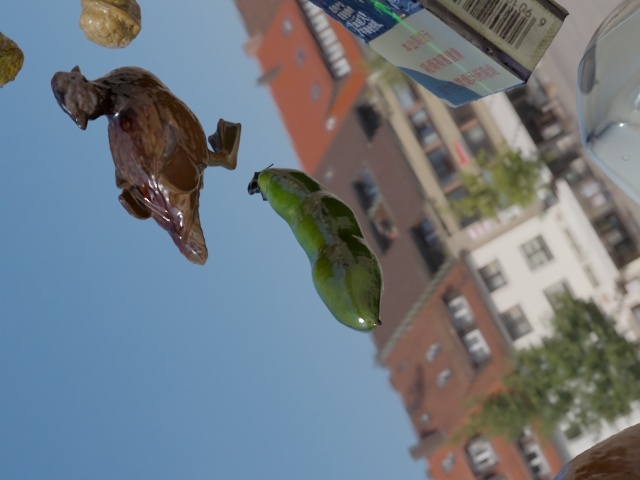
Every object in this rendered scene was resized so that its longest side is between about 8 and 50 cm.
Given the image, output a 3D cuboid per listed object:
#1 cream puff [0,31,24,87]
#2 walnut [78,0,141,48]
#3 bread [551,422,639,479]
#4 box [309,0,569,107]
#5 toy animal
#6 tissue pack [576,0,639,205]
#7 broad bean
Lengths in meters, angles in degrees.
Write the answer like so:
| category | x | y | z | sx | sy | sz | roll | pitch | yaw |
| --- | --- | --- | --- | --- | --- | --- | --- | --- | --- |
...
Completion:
| category | x | y | z | sx | sy | sz | roll | pitch | yaw |
| --- | --- | --- | --- | --- | --- | --- | --- | --- | --- |
| cream puff | -0.322 | -0.172 | 1.259 | 0.083 | 0.083 | 0.058 | 153 | 113 | -64 |
| walnut | -0.269 | -0.286 | 1.689 | 0.082 | 0.079 | 0.096 | 20 | 172 | 15 |
| bread | 0.286 | 0.192 | 0.726 | 0.236 | 0.388 | 0.183 | -42 | -72 | -35 |
| box | 0.058 | -0.253 | 1.228 | 0.310 | 0.084 | 0.198 | 35 | 171 | -11 |
| toy animal | -0.149 | -0.070 | 1.138 | 0.179 | 0.089 | 0.188 | 13 | -127 | -49 |
| tissue pack | 0.429 | -0.185 | 1.321 | 0.229 | 0.333 | 0.236 | 35 | -132 | -24 |
| broad bean | 0.003 | -0.003 | 1.112 | 0.046 | 0.065 | 0.254 | 57 | 178 | -39 |
